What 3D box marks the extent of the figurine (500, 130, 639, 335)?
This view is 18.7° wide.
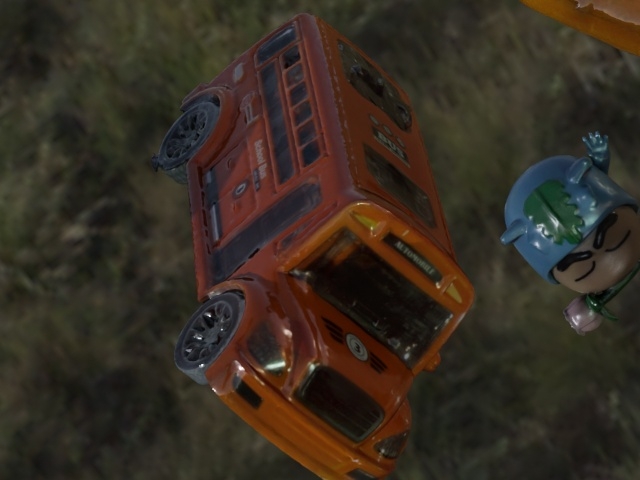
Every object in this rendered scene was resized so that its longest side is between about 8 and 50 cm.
[{"bbox_3d":[0.221,-0.004,1.612,0.114,0.144,0.178,-31,-3,10],"label":"figurine"}]

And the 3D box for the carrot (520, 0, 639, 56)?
[{"bbox_3d":[0.189,-0.082,0.764,0.271,0.066,0.062,3,32,9],"label":"carrot"}]

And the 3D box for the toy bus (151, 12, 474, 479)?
[{"bbox_3d":[0.000,0.000,1.214,0.153,0.143,0.329,-40,29,20],"label":"toy bus"}]
